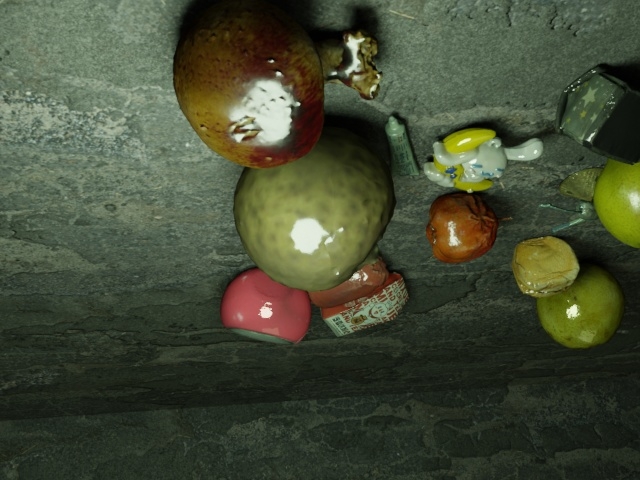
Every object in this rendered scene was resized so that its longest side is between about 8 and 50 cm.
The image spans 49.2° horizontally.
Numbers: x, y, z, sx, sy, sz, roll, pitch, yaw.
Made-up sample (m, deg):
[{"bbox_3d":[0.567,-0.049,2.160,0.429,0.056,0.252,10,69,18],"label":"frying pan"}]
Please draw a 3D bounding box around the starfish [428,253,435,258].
[{"bbox_3d":[0.451,0.009,2.151,0.227,0.043,0.240,-22,167,-24],"label":"starfish"}]

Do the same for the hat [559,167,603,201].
[{"bbox_3d":[0.762,-0.140,1.989,0.146,0.067,0.146,-5,151,-3],"label":"hat"}]

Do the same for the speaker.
[{"bbox_3d":[-0.173,0.224,2.225,0.294,0.294,0.294,-6,151,-3],"label":"speaker"}]

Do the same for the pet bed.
[{"bbox_3d":[0.674,-0.292,1.630,0.211,0.159,0.183,10,120,-31],"label":"pet bed"}]

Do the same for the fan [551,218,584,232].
[{"bbox_3d":[0.822,-0.063,2.193,0.193,0.016,0.038,-22,150,24],"label":"fan"}]

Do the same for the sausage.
[{"bbox_3d":[0.078,0.124,2.223,0.280,0.152,0.152,-20,148,21],"label":"sausage"}]

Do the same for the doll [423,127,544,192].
[{"bbox_3d":[0.393,-0.202,1.752,0.252,0.111,0.237,12,145,-15],"label":"doll"}]

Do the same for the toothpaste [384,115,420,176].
[{"bbox_3d":[0.198,-0.226,1.731,0.069,0.047,0.268,-29,152,0],"label":"toothpaste"}]

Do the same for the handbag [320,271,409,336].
[{"bbox_3d":[0.152,0.201,2.377,0.298,0.151,0.171,-19,144,12],"label":"handbag"}]

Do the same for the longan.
[{"bbox_3d":[-0.012,-0.075,1.621,0.391,0.391,0.391,-6,151,-3],"label":"longan"}]

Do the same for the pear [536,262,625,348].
[{"bbox_3d":[0.924,0.245,2.489,0.304,0.303,0.304,-6,151,-3],"label":"pear"}]

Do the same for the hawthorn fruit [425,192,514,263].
[{"bbox_3d":[0.426,-0.044,1.971,0.243,0.207,0.207,-12,151,-2],"label":"hawthorn fruit"}]

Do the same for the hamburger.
[{"bbox_3d":[0.724,0.083,2.247,0.214,0.213,0.108,-8,149,2],"label":"hamburger"}]

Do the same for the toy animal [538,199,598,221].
[{"bbox_3d":[0.754,-0.090,2.038,0.253,0.070,0.079,-3,161,-34],"label":"toy animal"}]

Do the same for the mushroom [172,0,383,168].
[{"bbox_3d":[-0.098,-0.329,1.343,0.334,0.356,0.331,24,163,24],"label":"mushroom"}]

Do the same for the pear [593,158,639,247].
[{"bbox_3d":[0.859,-0.117,1.827,0.294,0.294,0.294,-6,151,-3],"label":"pear"}]
